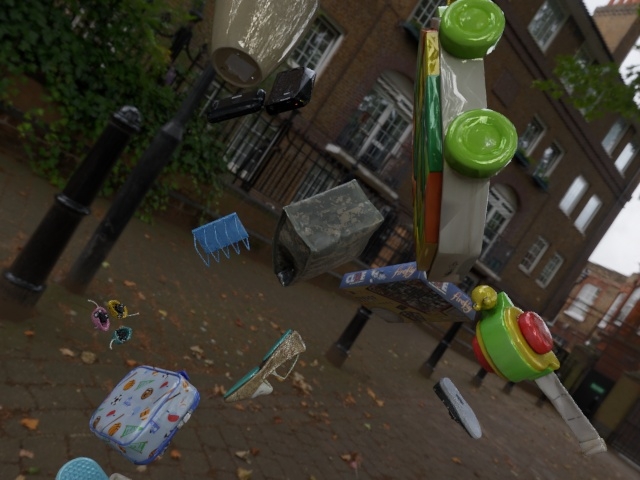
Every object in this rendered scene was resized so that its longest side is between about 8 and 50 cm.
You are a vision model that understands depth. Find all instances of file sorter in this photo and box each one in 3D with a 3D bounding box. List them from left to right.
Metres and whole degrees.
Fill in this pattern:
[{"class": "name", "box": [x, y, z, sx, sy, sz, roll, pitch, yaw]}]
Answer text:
[{"class": "file sorter", "box": [-0.353, 0.002, 1.700, 0.104, 0.170, 0.118, -111, 178, -49]}]

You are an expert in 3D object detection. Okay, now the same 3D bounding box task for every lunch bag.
[{"class": "lunch bag", "box": [-0.470, 0.457, 1.290, 0.303, 0.243, 0.115, -4, -52, 43]}, {"class": "lunch bag", "box": [0.000, 0.000, 1.276, 0.169, 0.235, 0.287, 56, -29, 19]}]

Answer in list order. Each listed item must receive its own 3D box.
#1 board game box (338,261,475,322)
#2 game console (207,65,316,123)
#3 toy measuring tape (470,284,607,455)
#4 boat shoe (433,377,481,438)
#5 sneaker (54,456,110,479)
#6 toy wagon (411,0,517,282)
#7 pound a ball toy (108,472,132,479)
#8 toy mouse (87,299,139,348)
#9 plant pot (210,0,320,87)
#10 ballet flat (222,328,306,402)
[{"class": "board game box", "box": [0.174, 0.114, 0.986, 0.165, 0.042, 0.243, 36, -27, -24]}, {"class": "game console", "box": [-0.192, -0.453, 1.507, 0.213, 0.362, 0.044, -81, 155, -44]}, {"class": "toy measuring tape", "box": [0.340, 0.218, 0.756, 0.330, 0.121, 0.121, 57, 5, 6]}, {"class": "boat shoe", "box": [0.304, 0.377, 1.061, 0.049, 0.040, 0.142, 2, 50, -51]}, {"class": "sneaker", "box": [-0.540, 0.694, 1.149, 0.319, 0.208, 0.127, 51, 35, 13]}, {"class": "toy wagon", "box": [0.141, -0.132, 0.531, 0.068, 0.344, 0.267, 0, -19, 7]}, {"class": "pound a ball toy", "box": [-0.601, 0.826, 1.308, 0.208, 0.319, 0.136, 43, -4, -24]}, {"class": "toy mouse", "box": [-0.519, 0.212, 1.174, 0.161, 0.031, 0.143, 51, 18, -47]}, {"class": "plant pot", "box": [-0.158, -0.518, 1.160, 0.257, 0.274, 0.256, 13, -26, 6]}, {"class": "ballet flat", "box": [-0.110, 0.278, 0.996, 0.067, 0.206, 0.073, 46, -10, -2]}]
